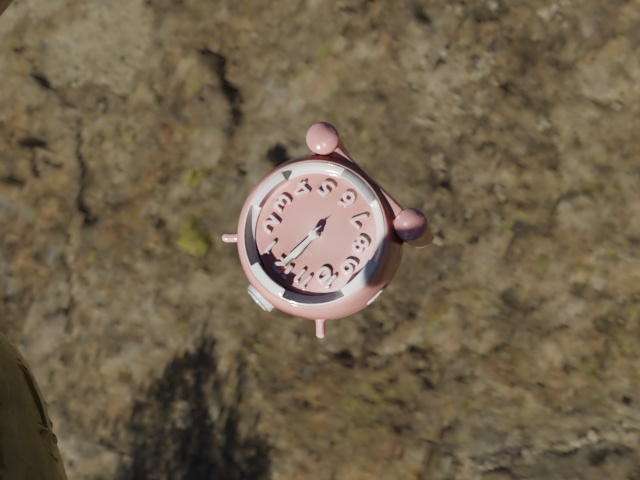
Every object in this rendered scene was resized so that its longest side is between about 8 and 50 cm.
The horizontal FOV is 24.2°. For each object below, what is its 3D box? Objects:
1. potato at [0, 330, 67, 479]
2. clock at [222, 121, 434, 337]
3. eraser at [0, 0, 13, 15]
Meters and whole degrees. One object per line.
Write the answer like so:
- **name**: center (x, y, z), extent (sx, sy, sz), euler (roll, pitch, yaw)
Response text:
- **potato**: center (-0.322, 0.216, 1.232), extent (0.219, 0.269, 0.359), euler (125, 158, -46)
- **clock**: center (0.000, 0.000, 2.024), extent (0.227, 0.142, 0.241), euler (44, 89, 13)
- **eraser**: center (-0.409, -0.239, 1.485), extent (0.290, 0.171, 0.087), euler (-42, 33, 29)
